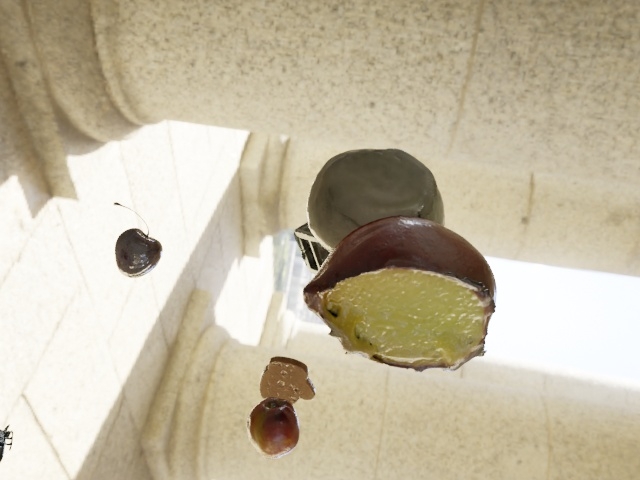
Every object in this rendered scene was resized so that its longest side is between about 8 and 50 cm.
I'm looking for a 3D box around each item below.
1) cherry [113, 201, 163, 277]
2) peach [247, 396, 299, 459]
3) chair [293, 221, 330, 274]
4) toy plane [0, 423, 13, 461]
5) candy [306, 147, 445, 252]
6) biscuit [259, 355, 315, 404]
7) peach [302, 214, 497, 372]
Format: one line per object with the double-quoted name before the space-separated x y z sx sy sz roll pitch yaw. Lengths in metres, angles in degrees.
"cherry" -0.517 0.018 1.791 0.148 0.188 0.115 -61 178 40
"peach" -0.086 0.344 1.220 0.101 0.100 0.101 9 90 -85
"chair" 0.000 0.000 1.868 0.270 0.147 0.136 21 -46 58
"toy plane" -0.772 0.478 1.574 0.096 0.060 0.235 -61 -152 7
"candy" 0.113 -0.056 1.375 0.185 0.295 0.296 81 18 -61
"biscuit" -0.064 0.290 1.355 0.023 0.118 0.140 -75 -168 -53
"peach" 0.133 0.077 1.175 0.201 0.361 0.258 -100 -154 -49
